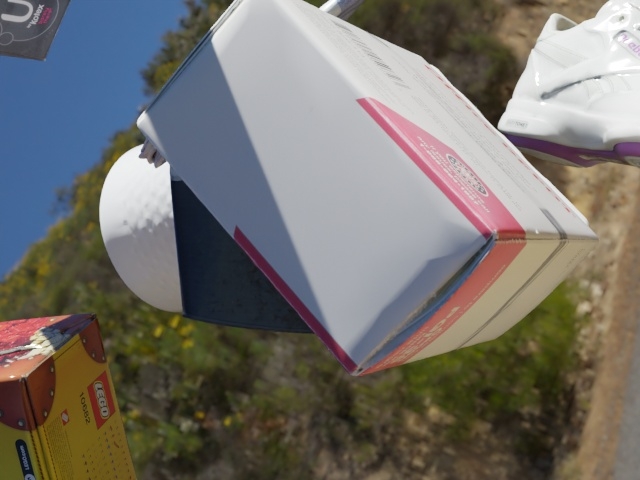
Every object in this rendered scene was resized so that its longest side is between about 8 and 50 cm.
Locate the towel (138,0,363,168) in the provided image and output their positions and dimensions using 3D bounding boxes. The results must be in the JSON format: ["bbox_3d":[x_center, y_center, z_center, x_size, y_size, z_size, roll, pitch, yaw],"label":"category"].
[{"bbox_3d":[-0.071,-0.182,1.315,0.285,0.034,0.209,-39,4,-13],"label":"towel"}]

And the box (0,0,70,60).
[{"bbox_3d":[-0.386,-0.348,1.376,0.143,0.270,0.165,2,-49,-42],"label":"box"}]

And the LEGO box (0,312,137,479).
[{"bbox_3d":[-0.406,0.365,1.443,0.193,0.372,0.500,-48,-50,-68],"label":"LEGO box"}]

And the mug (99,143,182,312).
[{"bbox_3d":[-0.097,-0.016,1.874,0.328,0.374,0.276,-15,29,39],"label":"mug"}]

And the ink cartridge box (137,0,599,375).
[{"bbox_3d":[0.047,-0.033,0.793,0.117,0.207,0.283,-47,-17,16],"label":"ink cartridge box"}]

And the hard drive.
[{"bbox_3d":[0.000,0.000,1.021,0.054,0.254,0.172,-66,-25,-69],"label":"hard drive"}]

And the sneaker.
[{"bbox_3d":[0.264,-0.128,0.985,0.305,0.114,0.152,17,89,54],"label":"sneaker"}]
